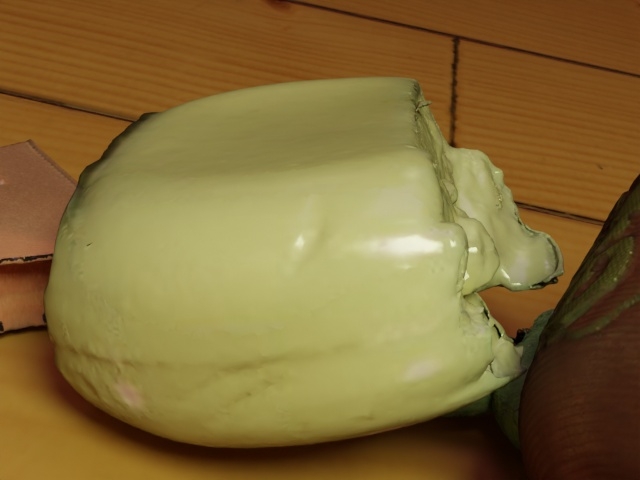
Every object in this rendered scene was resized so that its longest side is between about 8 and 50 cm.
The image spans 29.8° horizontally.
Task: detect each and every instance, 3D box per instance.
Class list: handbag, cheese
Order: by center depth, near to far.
[{"bbox_3d":[0.000,0.000,0.583,0.233,0.127,0.266,-5,21,9],"label":"cheese"},{"bbox_3d":[-0.225,-0.003,0.634,0.213,0.059,0.157,-7,31,-38],"label":"handbag"}]

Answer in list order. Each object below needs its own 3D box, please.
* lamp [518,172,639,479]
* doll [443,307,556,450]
[{"bbox_3d":[0.181,0.052,0.498,0.180,0.180,0.258,22,54,22],"label":"lamp"},{"bbox_3d":[0.095,0.064,0.626,0.115,0.077,0.150,3,12,-42],"label":"doll"}]
